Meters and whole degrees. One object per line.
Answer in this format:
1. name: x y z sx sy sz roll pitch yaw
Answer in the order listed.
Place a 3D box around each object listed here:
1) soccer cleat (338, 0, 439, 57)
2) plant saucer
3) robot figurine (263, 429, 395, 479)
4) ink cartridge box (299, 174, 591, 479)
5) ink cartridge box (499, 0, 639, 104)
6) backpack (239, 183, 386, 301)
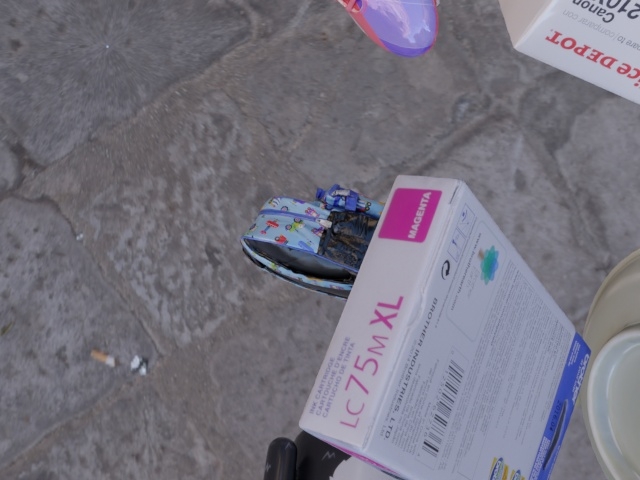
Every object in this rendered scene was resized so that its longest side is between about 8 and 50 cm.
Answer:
1. soccer cleat: 0.006 -0.248 0.707 0.095 0.083 0.248 -22 76 -36
2. plant saucer: 0.405 0.195 0.944 0.100 0.400 0.401 -8 104 -25
3. robot figurine: 0.037 0.331 1.048 0.209 0.278 0.174 5 137 7
4. ink cartridge box: 0.115 0.106 0.650 0.311 0.065 0.186 40 67 -46
5. ink cartridge box: 0.270 -0.225 0.633 0.171 0.100 0.237 18 135 -20
6. backpack: 0.000 0.000 0.987 0.173 0.158 0.117 17 78 5
